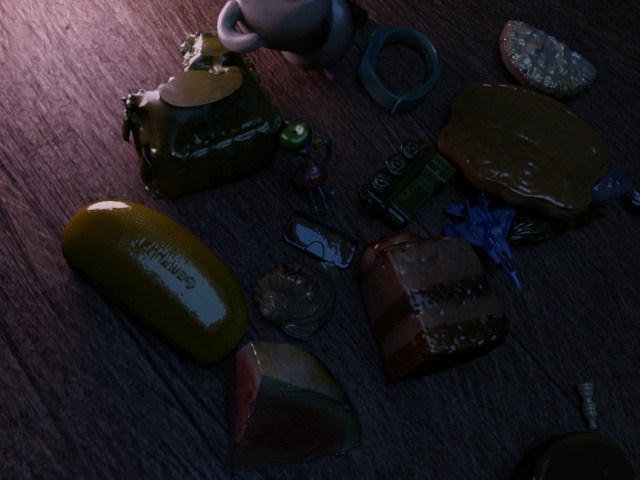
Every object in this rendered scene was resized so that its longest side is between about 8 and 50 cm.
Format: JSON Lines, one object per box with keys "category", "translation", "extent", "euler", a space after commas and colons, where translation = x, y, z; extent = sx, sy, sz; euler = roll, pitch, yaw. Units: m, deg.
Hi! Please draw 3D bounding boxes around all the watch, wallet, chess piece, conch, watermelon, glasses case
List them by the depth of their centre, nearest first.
{"category": "watermelon", "translation": [-0.059, 0.288, 1.066], "extent": [0.310, 0.231, 0.193], "euler": [28, 48, -54]}
{"category": "glasses case", "translation": [-0.283, 0.063, 1.113], "extent": [0.371, 0.141, 0.173], "euler": [38, 63, 2]}
{"category": "conch", "translation": [-0.035, 0.108, 1.202], "extent": [0.207, 0.130, 0.156], "euler": [-29, 112, -46]}
{"category": "wallet", "translation": [0.000, 0.000, 1.284], "extent": [0.156, 0.018, 0.082], "euler": [28, 64, -4]}
{"category": "chess piece", "translation": [0.556, 0.344, 1.284], "extent": [0.035, 0.035, 0.092], "euler": [1, 71, -15]}
{"category": "watch", "translation": [0.187, -0.410, 1.483], "extent": [0.195, 0.068, 0.237], "euler": [26, 60, -6]}
{"category": "watermelon", "translation": [0.053, -0.549, 1.500], "extent": [0.154, 0.101, 0.080], "euler": [8, 54, -22]}

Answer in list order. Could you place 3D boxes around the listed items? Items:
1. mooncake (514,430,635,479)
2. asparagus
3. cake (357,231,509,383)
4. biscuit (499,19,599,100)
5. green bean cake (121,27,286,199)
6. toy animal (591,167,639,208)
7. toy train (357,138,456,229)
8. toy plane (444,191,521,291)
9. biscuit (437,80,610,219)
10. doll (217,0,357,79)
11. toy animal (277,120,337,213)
{"category": "mooncake", "translation": [0.471, 0.480, 1.157], "extent": [0.234, 0.117, 0.235], "euler": [5, 66, -11]}
{"category": "asparagus", "translation": [0.532, -0.045, 1.417], "extent": [0.287, 0.080, 0.080], "euler": [-20, 74, -22]}
{"category": "cake", "translation": [0.200, 0.107, 1.204], "extent": [0.198, 0.196, 0.293], "euler": [-12, 67, -21]}
{"category": "biscuit", "translation": [0.583, -0.446, 1.591], "extent": [0.281, 0.084, 0.179], "euler": [27, 63, -4]}
{"category": "green bean cake", "translation": [-0.248, -0.268, 1.228], "extent": [0.309, 0.202, 0.285], "euler": [-25, 74, -23]}
{"category": "toy animal", "translation": [0.692, -0.136, 1.488], "extent": [0.324, 0.090, 0.195], "euler": [32, 57, 0]}
{"category": "toy train", "translation": [0.184, -0.120, 1.346], "extent": [0.137, 0.090, 0.225], "euler": [43, 64, 1]}
{"category": "toy plane", "translation": [0.371, 0.005, 1.336], "extent": [0.169, 0.078, 0.247], "euler": [-21, 69, -5]}
{"category": "biscuit", "translation": [0.468, -0.230, 1.424], "extent": [0.385, 0.062, 0.365], "euler": [28, 55, 13]}
{"category": "doll", "translation": [-0.045, -0.479, 1.283], "extent": [0.215, 0.226, 0.370], "euler": [53, 26, 12]}
{"category": "toy animal", "translation": [-0.014, -0.152, 1.258], "extent": [0.103, 0.208, 0.100], "euler": [-23, 38, 1]}
